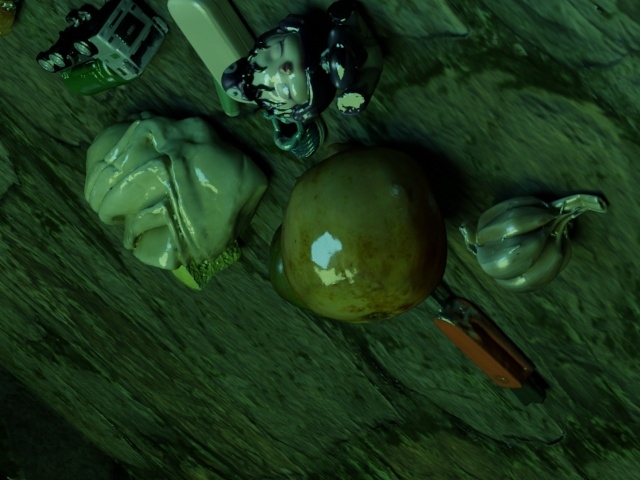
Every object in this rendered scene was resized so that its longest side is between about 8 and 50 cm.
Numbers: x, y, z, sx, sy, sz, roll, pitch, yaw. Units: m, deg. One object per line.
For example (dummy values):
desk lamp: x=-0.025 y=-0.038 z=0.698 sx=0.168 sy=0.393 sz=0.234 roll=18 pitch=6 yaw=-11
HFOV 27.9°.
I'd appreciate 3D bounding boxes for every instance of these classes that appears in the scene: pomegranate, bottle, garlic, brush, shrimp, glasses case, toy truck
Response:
pomegranate: x=0.055 y=-0.021 z=1.793 sx=0.229 sy=0.270 sz=0.252 roll=-9 pitch=159 yaw=-3
bottle: x=-0.136 y=-0.218 z=1.897 sx=0.030 sy=0.030 sz=0.083 roll=23 pitch=152 yaw=22
garlic: x=0.292 y=-0.006 z=1.693 sx=0.194 sy=0.127 sz=0.131 roll=-22 pitch=156 yaw=28
brush: x=0.254 y=0.156 z=2.063 sx=0.323 sy=0.051 sz=0.070 roll=43 pitch=159 yaw=-24
shrimp: x=-0.522 y=-0.376 z=2.054 sx=0.217 sy=0.051 sz=0.115 roll=-2 pitch=143 yaw=49
glasses case: x=-0.135 y=-0.273 z=1.781 sx=0.083 sy=0.050 sz=0.196 roll=10 pitch=145 yaw=44
pomegranate: x=0.004 y=0.012 z=1.973 sx=0.179 sy=0.179 sz=0.210 roll=23 pitch=140 yaw=21
toy truck: x=-0.327 y=-0.283 z=1.932 sx=0.125 sy=0.101 sz=0.242 roll=41 pitch=156 yaw=-24

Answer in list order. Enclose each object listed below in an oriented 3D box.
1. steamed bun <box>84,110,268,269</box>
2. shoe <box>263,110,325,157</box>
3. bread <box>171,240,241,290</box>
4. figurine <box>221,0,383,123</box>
steamed bun: x=-0.260 y=-0.077 z=2.078 sx=0.289 sy=0.203 sz=0.276 roll=34 pitch=154 yaw=2
shoe: x=-0.039 y=-0.160 z=1.838 sx=0.064 sy=0.071 sz=0.143 roll=22 pitch=156 yaw=25
bread: x=-0.217 y=0.012 z=2.285 sx=0.111 sy=0.114 sz=0.129 roll=10 pitch=142 yaw=51
figurine: x=-0.022 y=-0.226 z=1.669 sx=0.222 sy=0.145 sz=0.145 roll=-4 pitch=135 yaw=36
